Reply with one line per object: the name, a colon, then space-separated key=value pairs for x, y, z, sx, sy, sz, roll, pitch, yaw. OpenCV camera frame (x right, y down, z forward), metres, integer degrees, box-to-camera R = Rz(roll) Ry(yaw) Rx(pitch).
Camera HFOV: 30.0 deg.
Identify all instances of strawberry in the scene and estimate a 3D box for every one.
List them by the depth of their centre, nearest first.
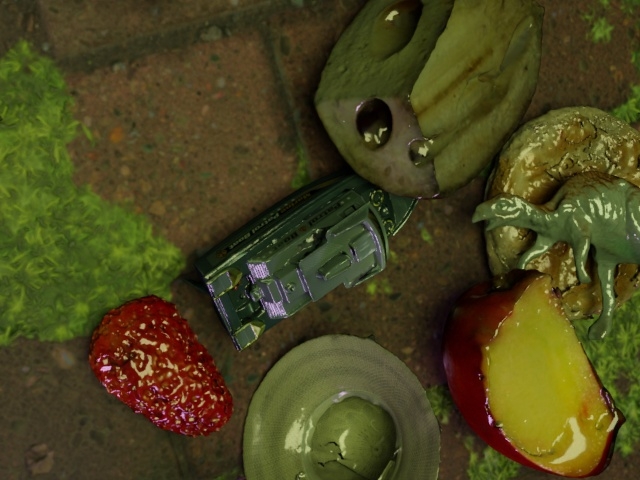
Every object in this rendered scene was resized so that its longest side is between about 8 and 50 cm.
strawberry: x=-0.164 y=0.141 z=1.309 sx=0.188 sy=0.082 sz=0.121 roll=40 pitch=77 yaw=-13

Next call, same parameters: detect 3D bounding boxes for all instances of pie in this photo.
pie: x=0.316 y=-0.030 z=1.475 sx=0.274 sy=0.055 sz=0.274 roll=-3 pitch=99 yaw=-19

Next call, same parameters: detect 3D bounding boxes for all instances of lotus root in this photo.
lotus root: x=0.125 y=-0.194 z=1.359 sx=0.314 sy=0.142 sz=0.210 roll=-51 pitch=122 yaw=-32

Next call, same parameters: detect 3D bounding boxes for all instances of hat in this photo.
hat: x=0.042 y=0.233 z=1.359 sx=0.110 sy=0.252 sz=0.252 roll=21 pitch=84 yaw=-60

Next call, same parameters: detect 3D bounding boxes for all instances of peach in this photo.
peach: x=0.235 y=0.168 z=1.405 sx=0.159 sy=0.154 sz=0.267 roll=-35 pitch=111 yaw=-7

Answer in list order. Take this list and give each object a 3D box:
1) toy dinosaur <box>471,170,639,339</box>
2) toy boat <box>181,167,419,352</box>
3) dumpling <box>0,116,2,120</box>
toy dinosaur: x=0.378 y=0.009 z=1.428 sx=0.393 sy=0.092 sz=0.205 roll=-12 pitch=95 yaw=-10
toy boat: x=0.000 y=0.002 z=1.335 sx=0.296 sy=0.122 sz=0.114 roll=-33 pitch=127 yaw=-17
dumpling: x=-0.460 y=-0.238 z=1.190 sx=0.166 sy=0.086 sz=0.332 roll=-37 pitch=105 yaw=-47
